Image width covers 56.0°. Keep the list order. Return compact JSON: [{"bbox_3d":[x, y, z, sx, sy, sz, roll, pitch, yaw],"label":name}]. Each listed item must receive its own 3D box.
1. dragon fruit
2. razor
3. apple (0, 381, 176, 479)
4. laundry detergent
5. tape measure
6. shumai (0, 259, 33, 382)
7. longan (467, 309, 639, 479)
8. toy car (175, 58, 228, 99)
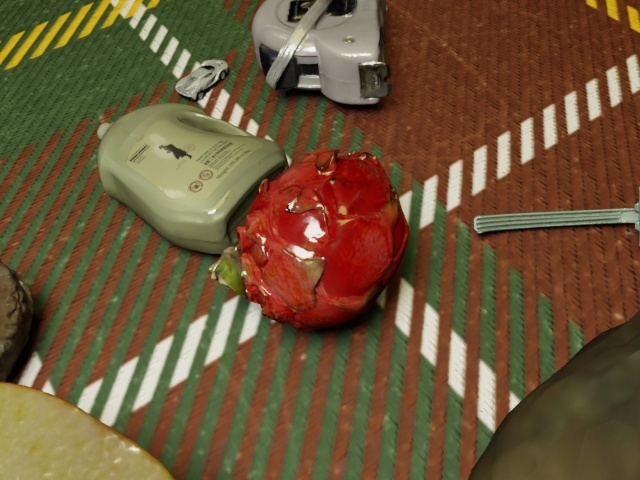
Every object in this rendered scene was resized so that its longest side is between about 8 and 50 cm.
[{"bbox_3d":[0.000,0.000,0.610,0.209,0.172,0.172,-43,60,-7],"label":"dragon fruit"},{"bbox_3d":[0.271,-0.024,0.685,0.191,0.037,0.068,-3,95,8],"label":"razor"},{"bbox_3d":[-0.254,0.267,0.372,0.364,0.295,0.329,4,93,-1],"label":"apple"},{"bbox_3d":[-0.176,-0.094,0.743,0.253,0.091,0.181,27,59,23],"label":"laundry detergent"},{"bbox_3d":[0.001,-0.290,0.856,0.197,0.120,0.236,-1,50,7],"label":"tape measure"},{"bbox_3d":[-0.415,0.113,0.588,0.185,0.184,0.218,-23,40,34],"label":"shumai"},{"bbox_3d":[0.301,0.184,0.306,0.404,0.436,0.404,22,39,-19],"label":"longan"},{"bbox_3d":[-0.173,-0.242,0.891,0.041,0.025,0.093,26,61,21],"label":"toy car"}]
